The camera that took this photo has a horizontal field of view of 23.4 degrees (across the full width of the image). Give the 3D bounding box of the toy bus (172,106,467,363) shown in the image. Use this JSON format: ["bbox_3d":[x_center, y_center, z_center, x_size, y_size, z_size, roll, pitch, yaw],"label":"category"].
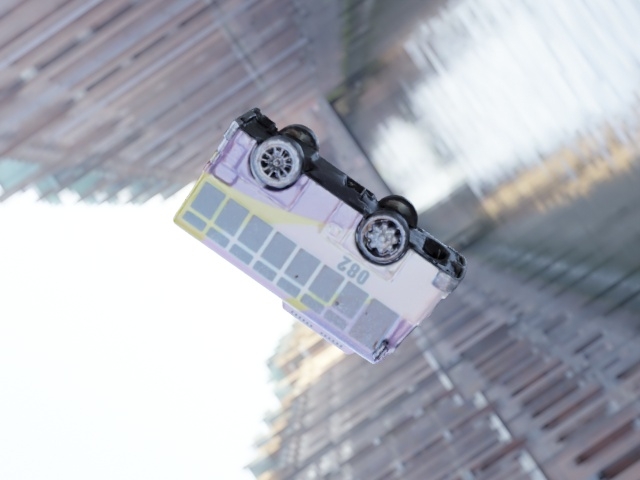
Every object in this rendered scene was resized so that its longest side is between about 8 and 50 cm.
[{"bbox_3d":[0.000,0.000,0.582,0.102,0.058,0.052,36,-166,0],"label":"toy bus"}]
